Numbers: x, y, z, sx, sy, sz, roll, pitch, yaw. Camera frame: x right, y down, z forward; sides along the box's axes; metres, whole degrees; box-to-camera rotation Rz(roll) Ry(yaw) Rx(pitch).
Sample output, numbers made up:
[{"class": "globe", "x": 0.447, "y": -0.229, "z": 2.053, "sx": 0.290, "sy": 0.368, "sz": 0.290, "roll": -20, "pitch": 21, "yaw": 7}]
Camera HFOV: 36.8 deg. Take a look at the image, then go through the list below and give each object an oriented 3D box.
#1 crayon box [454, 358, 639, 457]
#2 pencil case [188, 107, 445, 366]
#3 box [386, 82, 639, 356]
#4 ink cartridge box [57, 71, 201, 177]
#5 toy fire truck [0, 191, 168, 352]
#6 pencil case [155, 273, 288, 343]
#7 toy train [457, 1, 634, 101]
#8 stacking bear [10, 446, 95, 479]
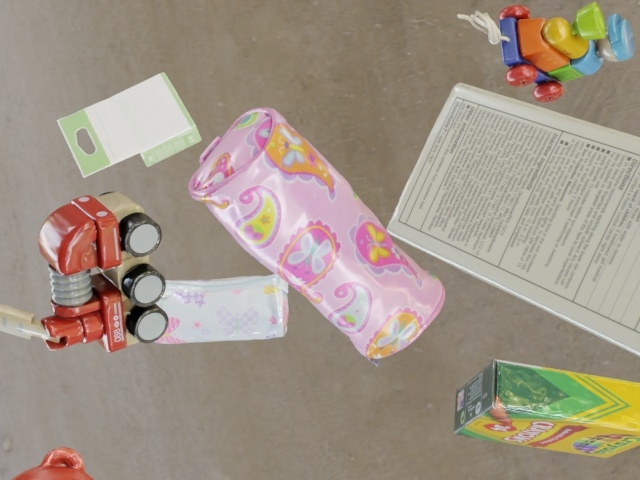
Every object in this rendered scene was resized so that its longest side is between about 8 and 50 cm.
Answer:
[{"class": "crayon box", "x": 0.390, "y": 0.271, "z": 1.504, "sx": 0.202, "sy": 0.318, "sz": 0.081, "roll": 112, "pitch": 166, "yaw": -65}, {"class": "pencil case", "x": 0.000, "y": 0.000, "z": 0.960, "sx": 0.124, "sy": 0.124, "sz": 0.284, "roll": -21, "pitch": 127, "yaw": 37}, {"class": "box", "x": 0.217, "y": -0.003, "z": 0.732, "sx": 0.311, "sy": 0.121, "sz": 0.148, "roll": 30, "pitch": 95, "yaw": 44}, {"class": "ink cartridge box", "x": -0.374, "y": -0.216, "z": 1.886, "sx": 0.171, "sy": 0.235, "sz": 0.056, "roll": 58, "pitch": 171, "yaw": 32}, {"class": "toy fire truck", "x": -0.360, "y": 0.056, "z": 1.337, "sx": 0.158, "sy": 0.246, "sz": 0.217, "roll": 33, "pitch": 131, "yaw": 45}, {"class": "pencil case", "x": -0.190, "y": 0.118, "z": 1.724, "sx": 0.273, "sy": 0.113, "sz": 0.124, "roll": -1, "pitch": 110, "yaw": 3}, {"class": "toy train", "x": 0.299, "y": -0.267, "z": 1.240, "sx": 0.143, "sy": 0.248, "sz": 0.105, "roll": -13, "pitch": 75, "yaw": 34}, {"class": "stacking bear", "x": -0.270, "y": 0.274, "z": 0.687, "sx": 0.175, "sy": 0.289, "sz": 0.164, "roll": 56, "pitch": 163, "yaw": -6}]
